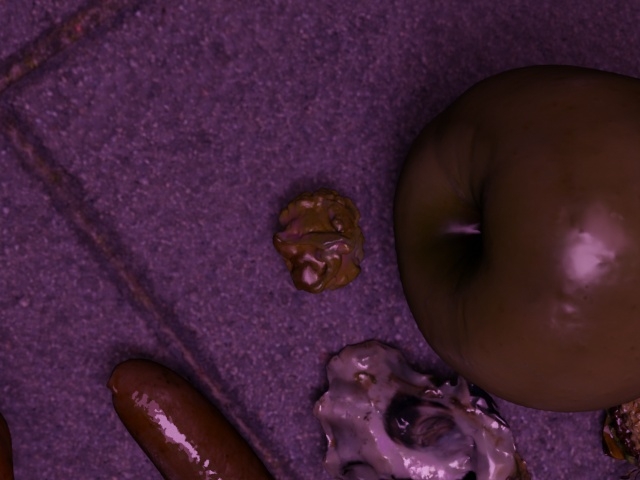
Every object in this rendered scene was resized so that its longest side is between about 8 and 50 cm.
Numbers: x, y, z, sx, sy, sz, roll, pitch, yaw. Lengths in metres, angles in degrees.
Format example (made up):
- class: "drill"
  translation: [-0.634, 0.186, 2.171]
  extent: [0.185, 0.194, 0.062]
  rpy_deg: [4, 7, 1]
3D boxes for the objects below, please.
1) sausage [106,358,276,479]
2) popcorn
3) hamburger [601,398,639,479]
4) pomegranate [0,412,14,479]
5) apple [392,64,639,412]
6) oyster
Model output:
- class: "sausage"
  translation: [-0.122, 0.363, 1.420]
  extent: [0.123, 0.136, 0.500]
  rpy_deg: [-32, 95, 32]
- class: "popcorn"
  translation: [0.000, 0.000, 1.428]
  extent: [0.126, 0.126, 0.145]
  rpy_deg: [18, 108, 18]
- class: "hamburger"
  translation: [0.526, 0.238, 1.478]
  extent: [0.243, 0.139, 0.261]
  rpy_deg: [5, 91, -7]
- class: "pomegranate"
  translation: [-0.589, 0.284, 1.246]
  extent: [0.411, 0.410, 0.409]
  rpy_deg: [0, 92, -6]
- class: "apple"
  translation: [0.327, -0.004, 1.298]
  extent: [0.474, 0.473, 0.473]
  rpy_deg: [0, 92, -6]
- class: "oyster"
  translation: [0.150, 0.299, 1.460]
  extent: [0.352, 0.115, 0.237]
  rpy_deg: [23, 81, -11]
